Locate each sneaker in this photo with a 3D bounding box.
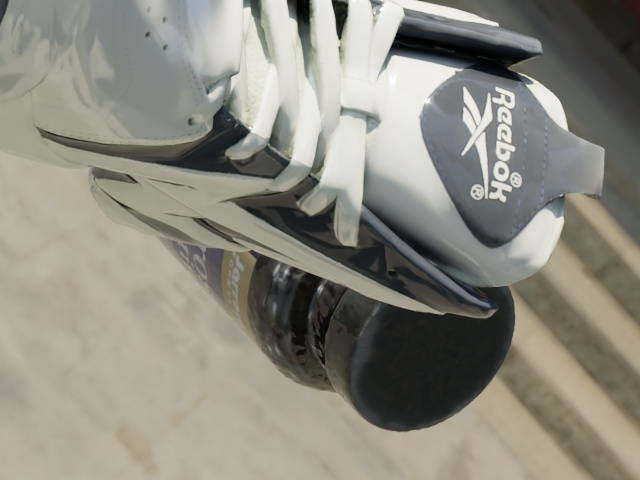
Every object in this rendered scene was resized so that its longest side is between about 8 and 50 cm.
[{"bbox_3d":[0.001,-0.041,0.502,0.153,0.094,0.235,10,-17,10],"label":"sneaker"}]

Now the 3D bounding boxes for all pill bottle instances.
[{"bbox_3d":[0.000,0.000,0.948,0.123,0.123,0.219,32,8,-41],"label":"pill bottle"}]
